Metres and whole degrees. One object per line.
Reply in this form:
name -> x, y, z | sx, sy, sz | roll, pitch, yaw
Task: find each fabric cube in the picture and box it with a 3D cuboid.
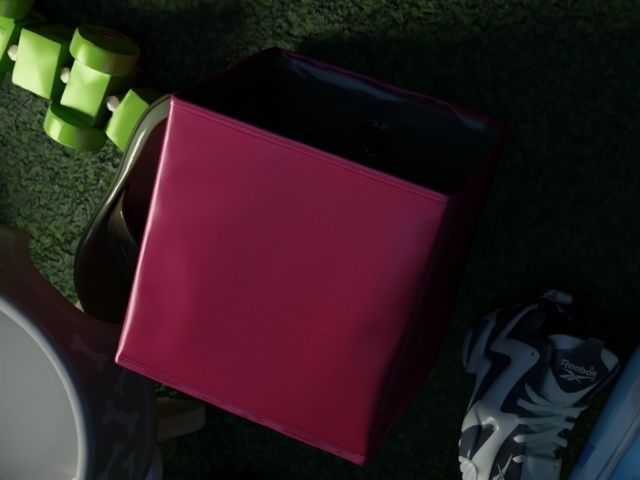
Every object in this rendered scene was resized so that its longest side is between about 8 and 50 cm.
fabric cube -> 0.000, 0.000, 1.175 | 0.254, 0.259, 0.258 | 19, 113, 12

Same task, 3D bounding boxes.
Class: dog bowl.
dog bowl -> -0.336, 0.161, 1.251 | 0.349, 0.102, 0.348 | 5, 107, 17

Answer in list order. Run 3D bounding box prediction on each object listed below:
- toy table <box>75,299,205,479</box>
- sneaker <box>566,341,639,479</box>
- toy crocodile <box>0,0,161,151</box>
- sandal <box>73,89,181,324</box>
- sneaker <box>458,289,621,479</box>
toy table -> -0.273, 0.201, 1.383 | 0.274, 0.161, 0.252 | 15, 109, 14
sneaker -> 0.341, 0.236, 1.180 | 0.208, 0.127, 0.319 | 29, 114, 22
toy crocodile -> -0.277, -0.187, 1.311 | 0.341, 0.105, 0.115 | 30, 114, 14
sandal -> -0.165, -0.008, 1.280 | 0.086, 0.120, 0.302 | 61, 140, 43
sneaker -> 0.203, 0.150, 1.158 | 0.094, 0.235, 0.153 | 19, 145, -21
